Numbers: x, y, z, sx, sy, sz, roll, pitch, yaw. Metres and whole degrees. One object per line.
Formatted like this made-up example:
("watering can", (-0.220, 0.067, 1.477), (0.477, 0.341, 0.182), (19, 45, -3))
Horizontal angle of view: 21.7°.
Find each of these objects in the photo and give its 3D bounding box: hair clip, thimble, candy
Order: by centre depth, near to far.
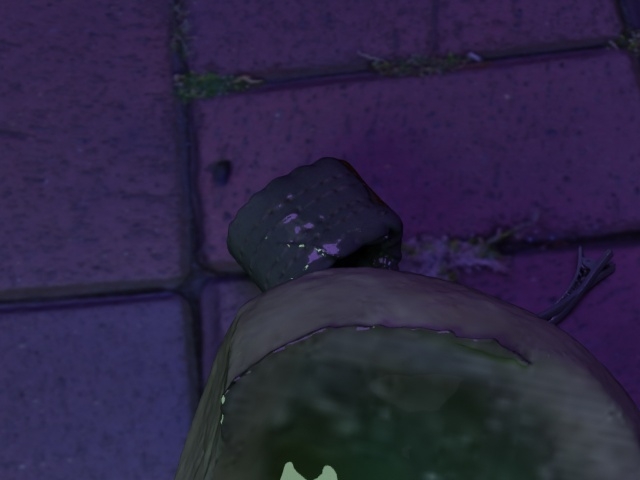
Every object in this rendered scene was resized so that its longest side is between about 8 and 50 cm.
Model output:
("candy", (0.079, 0.218, 1.419), (0.426, 0.186, 0.386), (4, 92, -2))
("thimble", (-0.002, 0.002, 1.635), (0.151, 0.127, 0.118), (-31, 62, -17))
("hair clip", (0.245, 0.048, 1.658), (0.039, 0.030, 0.115), (23, 55, 39))
